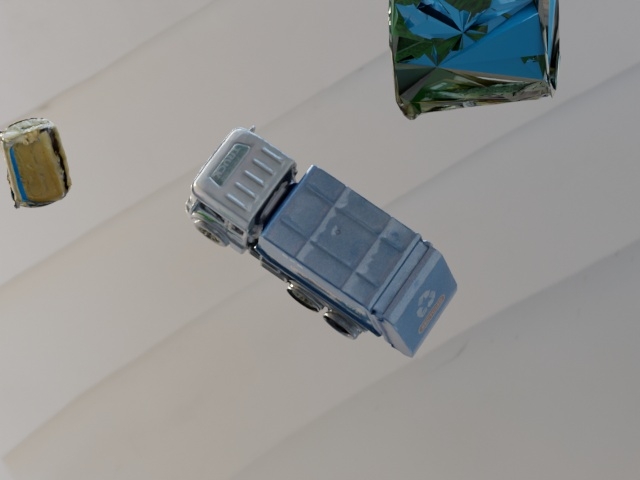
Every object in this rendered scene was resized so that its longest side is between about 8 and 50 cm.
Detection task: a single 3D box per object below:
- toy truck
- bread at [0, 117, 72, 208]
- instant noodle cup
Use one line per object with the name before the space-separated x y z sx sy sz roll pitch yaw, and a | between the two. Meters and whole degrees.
toy truck | 0.000 0.000 1.461 0.367 0.175 0.146 33 -106 5
bread | -0.329 -0.089 1.299 0.072 0.053 0.106 -16 -48 -16
instant noodle cup | 0.191 -0.260 1.355 0.178 0.240 0.240 0 -69 17
